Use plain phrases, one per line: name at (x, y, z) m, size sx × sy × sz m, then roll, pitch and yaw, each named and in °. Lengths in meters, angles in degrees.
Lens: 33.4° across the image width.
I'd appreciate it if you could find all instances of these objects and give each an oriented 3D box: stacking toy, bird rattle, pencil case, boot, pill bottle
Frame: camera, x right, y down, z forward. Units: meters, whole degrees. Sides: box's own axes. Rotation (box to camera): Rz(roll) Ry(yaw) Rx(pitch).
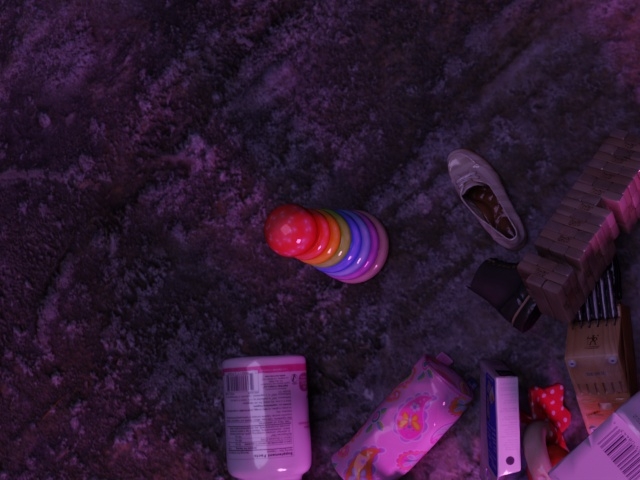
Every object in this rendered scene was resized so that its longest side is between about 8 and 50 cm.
stacking toy at (0.000, 0.000, 1.881) m, size 0.141 × 0.330 × 0.141 m, roll -2°, pitch 85°, yaw 25°
bird rattle at (0.390, 0.360, 1.741) m, size 0.143 × 0.207 × 0.254 m, roll -18°, pitch 82°, yaw 21°
pencil case at (0.147, 0.331, 1.904) m, size 0.124 × 0.124 × 0.284 m, roll 44°, pitch 103°, yaw 22°
boot at (0.351, 0.042, 1.859) m, size 0.137 × 0.077 × 0.198 m, roll 37°, pitch 100°, yaw 29°
pill bottle at (-0.098, 0.358, 1.989) m, size 0.160 × 0.160 × 0.283 m, roll -6°, pitch 83°, yaw 24°

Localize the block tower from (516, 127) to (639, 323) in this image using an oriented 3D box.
block tower at (0.444, -0.034, 1.723) m, size 0.091 × 0.097 × 0.335 m, roll 23°, pitch 67°, yaw 40°

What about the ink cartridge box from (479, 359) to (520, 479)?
ink cartridge box at (0.297, 0.315, 1.781) m, size 0.045 × 0.206 × 0.208 m, roll 1°, pitch 91°, yaw 1°

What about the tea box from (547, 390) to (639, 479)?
tea box at (0.582, 0.352, 1.554) m, size 0.329 × 0.323 × 0.220 m, roll 50°, pitch 143°, yaw 20°

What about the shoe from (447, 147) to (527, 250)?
shoe at (0.295, -0.079, 1.901) m, size 0.076 × 0.058 × 0.219 m, roll -39°, pitch 71°, yaw 17°

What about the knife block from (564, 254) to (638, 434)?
knife block at (0.477, 0.156, 1.793) m, size 0.088 × 0.242 × 0.276 m, roll -7°, pitch 127°, yaw 26°
